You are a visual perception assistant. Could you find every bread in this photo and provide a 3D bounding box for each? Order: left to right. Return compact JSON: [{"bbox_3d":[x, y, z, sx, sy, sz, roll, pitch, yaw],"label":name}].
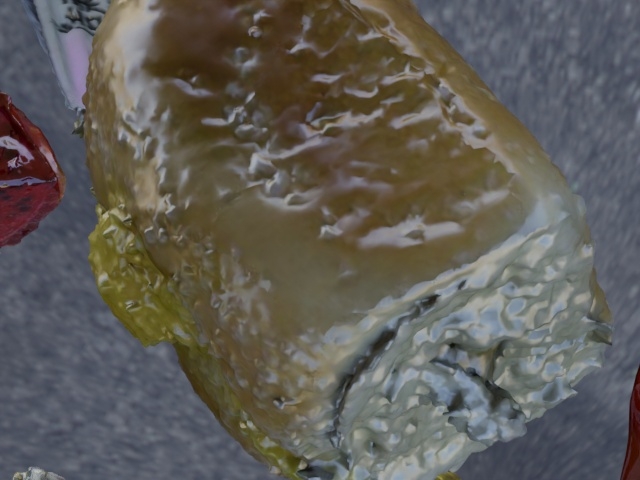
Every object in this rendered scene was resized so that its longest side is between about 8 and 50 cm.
[{"bbox_3d":[0.000,0.000,0.807,0.176,0.195,0.246,-37,63,-2],"label":"bread"}]

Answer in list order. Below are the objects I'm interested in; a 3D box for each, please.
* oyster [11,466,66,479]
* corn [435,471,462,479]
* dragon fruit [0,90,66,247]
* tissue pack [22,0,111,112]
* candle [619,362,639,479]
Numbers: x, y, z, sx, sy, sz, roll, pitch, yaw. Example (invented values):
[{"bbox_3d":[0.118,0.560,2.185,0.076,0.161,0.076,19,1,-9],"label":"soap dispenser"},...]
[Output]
[{"bbox_3d":[-0.316,0.210,1.223,0.100,0.271,0.275,17,68,51],"label":"oyster"},{"bbox_3d":[0.031,0.252,1.551,0.144,0.387,0.144,0,91,23],"label":"corn"},{"bbox_3d":[-0.182,-0.021,0.700,0.162,0.106,0.083,-14,69,-15],"label":"dragon fruit"},{"bbox_3d":[-0.095,-0.277,1.109,0.122,0.259,0.361,2,64,5],"label":"tissue pack"},{"bbox_3d":[0.145,-0.055,0.439,0.084,0.059,0.301,36,67,-30],"label":"candle"}]
